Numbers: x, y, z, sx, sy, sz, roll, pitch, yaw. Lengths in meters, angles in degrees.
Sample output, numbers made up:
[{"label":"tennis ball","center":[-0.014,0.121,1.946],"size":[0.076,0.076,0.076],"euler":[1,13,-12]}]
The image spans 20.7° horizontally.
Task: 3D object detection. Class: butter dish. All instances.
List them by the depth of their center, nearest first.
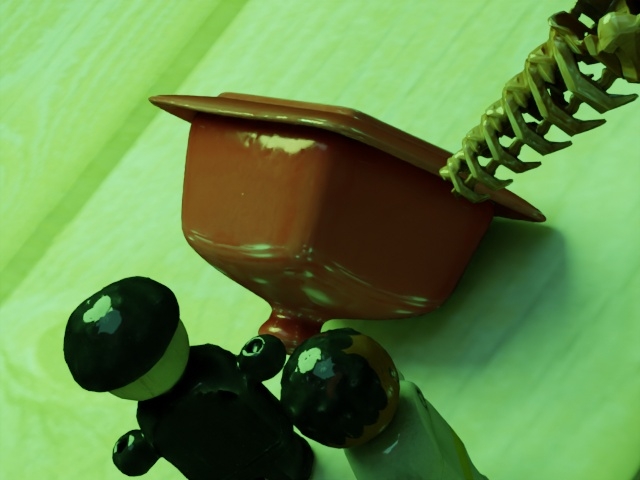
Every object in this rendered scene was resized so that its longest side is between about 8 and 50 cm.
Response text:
[{"label":"butter dish","center":[0.000,0.000,0.871],"size":[0.160,0.160,0.118],"euler":[13,85,49]}]

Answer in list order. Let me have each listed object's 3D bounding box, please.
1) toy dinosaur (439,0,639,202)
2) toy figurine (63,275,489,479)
[{"label":"toy dinosaur","center":[0.204,-0.101,0.703],"size":[0.322,0.218,0.164],"euler":[-10,46,36]},{"label":"toy figurine","center":[-0.047,0.128,0.751],"size":[0.209,0.148,0.213],"euler":[6,56,46]}]
